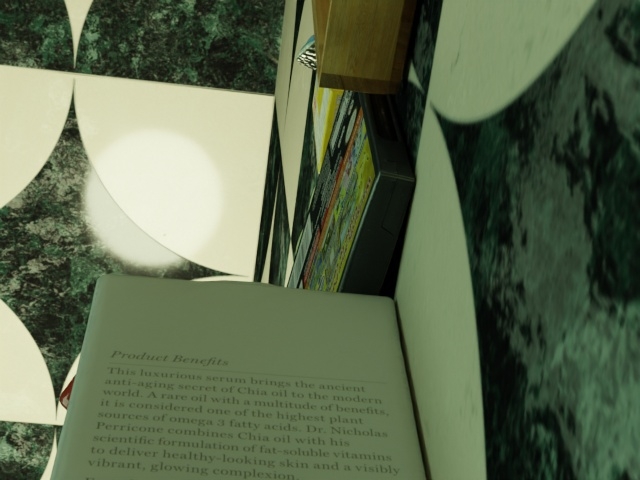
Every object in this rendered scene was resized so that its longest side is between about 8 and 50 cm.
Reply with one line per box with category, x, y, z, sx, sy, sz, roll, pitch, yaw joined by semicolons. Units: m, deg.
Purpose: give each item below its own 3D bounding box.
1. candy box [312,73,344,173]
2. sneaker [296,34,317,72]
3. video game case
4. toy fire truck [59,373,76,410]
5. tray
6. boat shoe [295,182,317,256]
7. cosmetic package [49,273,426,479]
candy box;0.011;-0.170;1.372;0.206;0.027;0.105;-95;9;-60
sneaker;0.018;-0.198;1.109;0.162;0.063;0.073;-47;-28;-84
video game case;0.017;0.009;0.997;0.248;0.035;0.275;-95;19;-61
toy fire truck;-0.133;0.238;1.168;0.169;0.302;0.254;-53;2;-7
tray;0.039;-0.315;1.033;0.411;0.076;0.203;-92;10;-57
boat shoe;0.000;0.000;1.210;0.045;0.050;0.135;-88;4;-79
cosmetic package;-0.055;0.208;0.701;0.453;0.230;0.161;-94;10;-60
